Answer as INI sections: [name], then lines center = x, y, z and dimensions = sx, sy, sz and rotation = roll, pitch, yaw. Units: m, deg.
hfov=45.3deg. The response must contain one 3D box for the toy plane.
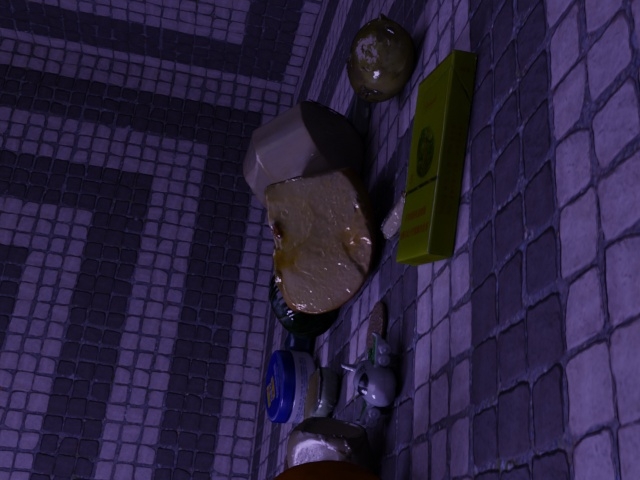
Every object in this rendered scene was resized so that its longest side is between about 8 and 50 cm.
[toy plane]
center = 0.092, 0.254, 1.403
dimensions = 0.174, 0.080, 0.174
rotation = -170, 90, -79

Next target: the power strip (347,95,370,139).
[power strip]
center = 0.084, -0.285, 2.135
dimensions = 0.270, 0.046, 0.118
rotation = 115, 162, -61

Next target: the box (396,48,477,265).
[box]
center = 0.191, -0.130, 1.290
dimensions = 0.187, 0.047, 0.335
rotation = 148, 130, -79

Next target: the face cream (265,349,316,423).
[face cream]
center = -0.082, 0.416, 2.182
dimensions = 0.206, 0.111, 0.206
rotation = -172, 90, -74

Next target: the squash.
[squash]
center = -0.044, 0.155, 2.026
dimensions = 0.172, 0.218, 0.218
rotation = -44, 13, 2

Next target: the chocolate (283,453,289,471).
[chocolate]
center = -0.042, 0.609, 1.829
dimensions = 0.148, 0.093, 0.214
rotation = 113, 163, -52

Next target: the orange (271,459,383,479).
[orange]
center = 0.010, 0.458, 1.134
dimensions = 0.261, 0.261, 0.261
rotation = -171, 90, -81

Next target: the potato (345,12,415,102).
[potato]
center = 0.124, -0.387, 1.666
dimensions = 0.248, 0.143, 0.169
rotation = -176, 106, -82

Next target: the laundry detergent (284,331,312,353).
[laundry detergent]
center = -0.061, 0.251, 2.323
dimensions = 0.143, 0.094, 0.290
rotation = 180, 100, -80

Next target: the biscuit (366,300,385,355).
[biscuit]
center = 0.112, 0.181, 1.553
dimensions = 0.120, 0.015, 0.120
rotation = -170, 90, -82

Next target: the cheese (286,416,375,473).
[cheese]
center = 0.025, 0.424, 1.436
dimensions = 0.091, 0.175, 0.203
rotation = -41, -58, -52

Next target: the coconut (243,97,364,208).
[coconut]
center = -0.033, -0.205, 1.977
dimensions = 0.323, 0.323, 0.323
rotation = -171, 90, -81

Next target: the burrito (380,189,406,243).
[burrito]
center = 0.155, -0.052, 1.465
dimensions = 0.045, 0.041, 0.185
rotation = 53, 155, 12

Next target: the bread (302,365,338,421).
[bread]
center = -0.003, 0.401, 1.897
dimensions = 0.172, 0.064, 0.232
rotation = -101, 23, -67

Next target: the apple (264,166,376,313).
[apple]
center = 0.000, 0.000, 1.725
dimensions = 0.314, 0.252, 0.309
rotation = 2, 107, 66
